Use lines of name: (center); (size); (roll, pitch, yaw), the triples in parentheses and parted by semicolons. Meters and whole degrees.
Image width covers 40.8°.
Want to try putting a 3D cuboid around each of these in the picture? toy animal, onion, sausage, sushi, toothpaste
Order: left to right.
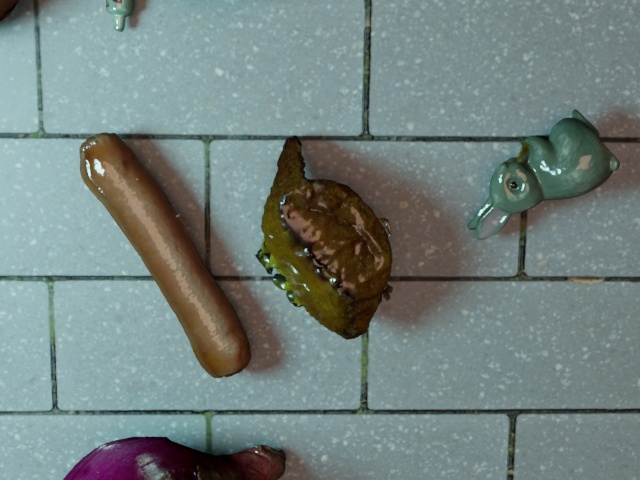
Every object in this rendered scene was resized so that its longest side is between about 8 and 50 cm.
toothpaste: (-0.290, -0.425, 1.261); (0.060, 0.038, 0.234); (4, 96, -4)
sausage: (-0.232, 0.024, 1.310); (0.094, 0.094, 0.419); (-35, 99, -26)
onion: (-0.202, 0.426, 1.295); (0.385, 0.347, 0.348); (-30, 101, -36)
sushi: (0.000, 0.004, 1.290); (0.167, 0.179, 0.296); (-42, 101, -12)
toy animal: (0.323, -0.093, 1.291); (0.236, 0.138, 0.108); (-33, 132, 0)

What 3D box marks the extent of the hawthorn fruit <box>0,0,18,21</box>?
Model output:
hawthorn fruit: (-0.541, -0.401, 1.129); (0.276, 0.307, 0.276); (3, 103, 12)
